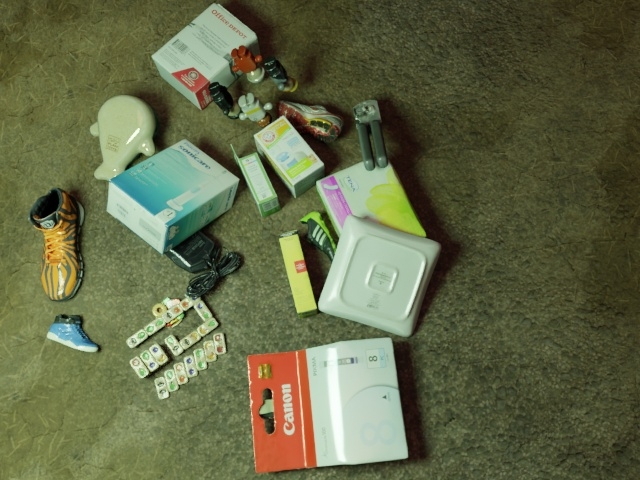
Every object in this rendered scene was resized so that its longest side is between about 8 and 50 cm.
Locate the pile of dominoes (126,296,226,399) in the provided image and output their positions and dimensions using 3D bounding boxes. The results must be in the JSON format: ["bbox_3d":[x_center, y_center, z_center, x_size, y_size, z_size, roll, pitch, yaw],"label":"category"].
[{"bbox_3d":[-0.390,0.286,1.783,0.251,0.040,0.196,-36,82,-9],"label":"pile of dominoes"}]

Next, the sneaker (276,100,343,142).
[{"bbox_3d":[-0.034,-0.370,1.989,0.225,0.088,0.092,25,48,14],"label":"sneaker"}]

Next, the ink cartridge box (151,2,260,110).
[{"bbox_3d":[-0.350,-0.574,2.039,0.197,0.114,0.273,42,78,14],"label":"ink cartridge box"}]

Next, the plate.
[{"bbox_3d":[0.163,0.100,1.764,0.278,0.045,0.277,18,93,-7],"label":"plate"}]

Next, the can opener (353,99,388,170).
[{"bbox_3d":[0.149,-0.300,1.905,0.076,0.095,0.283,-13,51,9],"label":"can opener"}]

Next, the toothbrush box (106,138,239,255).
[{"bbox_3d":[-0.407,-0.129,1.823,0.216,0.126,0.295,36,46,12],"label":"toothbrush box"}]

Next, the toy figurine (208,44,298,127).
[{"bbox_3d":[-0.199,-0.449,1.946,0.210,0.148,0.213,24,80,30],"label":"toy figurine"}]

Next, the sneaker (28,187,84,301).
[{"bbox_3d":[-0.751,0.002,1.828,0.125,0.180,0.320,-6,72,0],"label":"sneaker"}]

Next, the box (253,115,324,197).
[{"bbox_3d":[-0.092,-0.246,1.928,0.114,0.103,0.203,-35,74,-10],"label":"box"}]

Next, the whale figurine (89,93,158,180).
[{"bbox_3d":[-0.584,-0.299,1.966,0.216,0.141,0.271,19,98,8],"label":"whale figurine"}]

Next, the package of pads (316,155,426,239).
[{"bbox_3d":[0.146,-0.082,1.867,0.229,0.101,0.296,-24,73,-5],"label":"package of pads"}]

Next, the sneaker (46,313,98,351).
[{"bbox_3d":[-0.674,0.251,1.808,0.152,0.058,0.084,17,82,14],"label":"sneaker"}]

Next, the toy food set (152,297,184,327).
[{"bbox_3d":[-0.423,0.202,1.835,0.083,0.020,0.083,-32,73,-9],"label":"toy food set"}]

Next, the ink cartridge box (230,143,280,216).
[{"bbox_3d":[-0.189,-0.183,1.908,0.062,0.109,0.209,-24,72,-6],"label":"ink cartridge box"}]

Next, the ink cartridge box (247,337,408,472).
[{"bbox_3d":[0.015,0.422,1.689,0.385,0.091,0.308,-3,72,-9],"label":"ink cartridge box"}]

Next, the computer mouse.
[{"bbox_3d":[-0.381,0.030,1.862,0.272,0.072,0.188,45,62,8],"label":"computer mouse"}]

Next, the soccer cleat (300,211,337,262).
[{"bbox_3d":[0.000,0.000,1.873,0.072,0.060,0.178,-27,66,3],"label":"soccer cleat"}]

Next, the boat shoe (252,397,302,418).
[{"bbox_3d":[-0.116,0.446,1.735,0.133,0.042,0.048,-1,58,-7],"label":"boat shoe"}]

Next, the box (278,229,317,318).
[{"bbox_3d":[-0.062,0.095,1.825,0.058,0.087,0.232,-13,71,-3],"label":"box"}]
